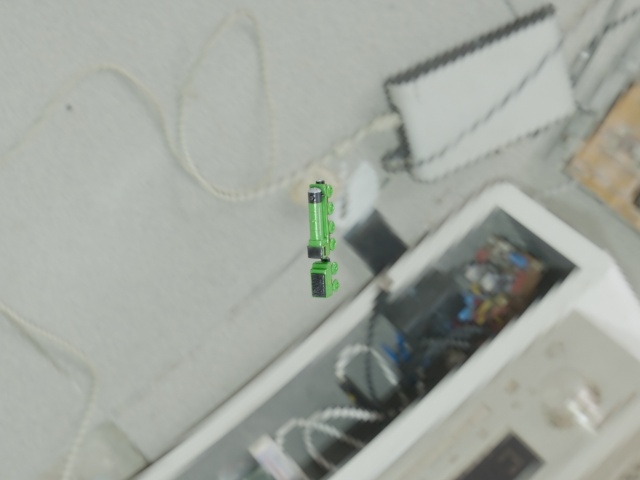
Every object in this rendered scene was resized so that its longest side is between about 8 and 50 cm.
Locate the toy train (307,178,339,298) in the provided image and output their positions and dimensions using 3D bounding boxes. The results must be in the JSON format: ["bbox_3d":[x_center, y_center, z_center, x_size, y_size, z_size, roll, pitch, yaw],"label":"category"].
[{"bbox_3d":[0.000,0.000,1.195,0.024,0.017,0.083,-31,119,-62],"label":"toy train"}]
